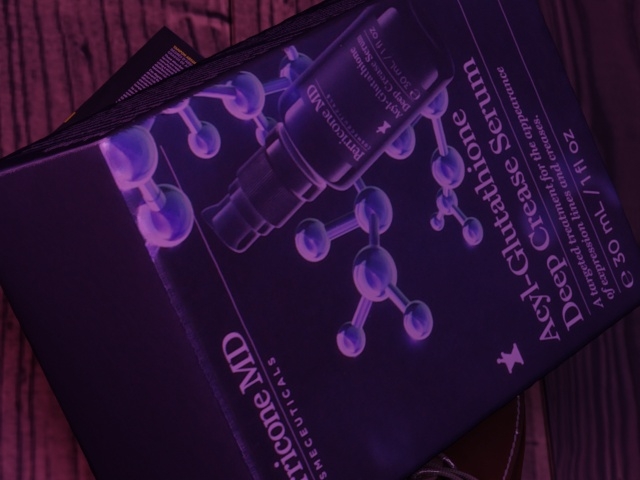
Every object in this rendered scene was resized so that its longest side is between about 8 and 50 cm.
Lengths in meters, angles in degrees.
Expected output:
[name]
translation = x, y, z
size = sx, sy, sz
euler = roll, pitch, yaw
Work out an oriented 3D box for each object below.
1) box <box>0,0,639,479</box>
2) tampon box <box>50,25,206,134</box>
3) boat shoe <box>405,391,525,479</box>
[box]
translation = 0.000, 0.000, 1.267
size = 0.395, 0.212, 0.293
euler = -32, 102, -35
[tampon box]
translation = -0.143, -0.062, 1.396
size = 0.101, 0.120, 0.161
euler = 39, 59, 5
[boat shoe]
translation = 0.080, 0.218, 1.311
size = 0.122, 0.120, 0.324
euler = 28, 58, -1
